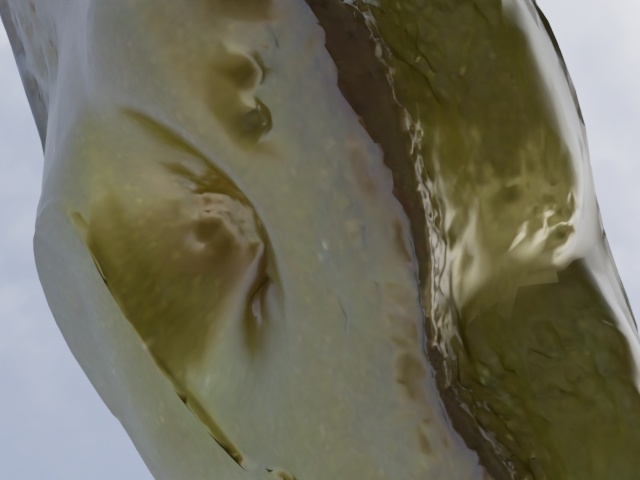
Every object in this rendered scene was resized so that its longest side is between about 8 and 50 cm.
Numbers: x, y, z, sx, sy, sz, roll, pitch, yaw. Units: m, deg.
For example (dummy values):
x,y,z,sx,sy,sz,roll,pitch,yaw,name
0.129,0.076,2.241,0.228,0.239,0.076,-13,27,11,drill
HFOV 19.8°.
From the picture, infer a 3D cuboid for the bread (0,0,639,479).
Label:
x,y,z,sx,sy,sz,roll,pitch,yaw,name
0.000,0.000,0.385,0.088,0.161,0.233,-25,-88,-32,bread
